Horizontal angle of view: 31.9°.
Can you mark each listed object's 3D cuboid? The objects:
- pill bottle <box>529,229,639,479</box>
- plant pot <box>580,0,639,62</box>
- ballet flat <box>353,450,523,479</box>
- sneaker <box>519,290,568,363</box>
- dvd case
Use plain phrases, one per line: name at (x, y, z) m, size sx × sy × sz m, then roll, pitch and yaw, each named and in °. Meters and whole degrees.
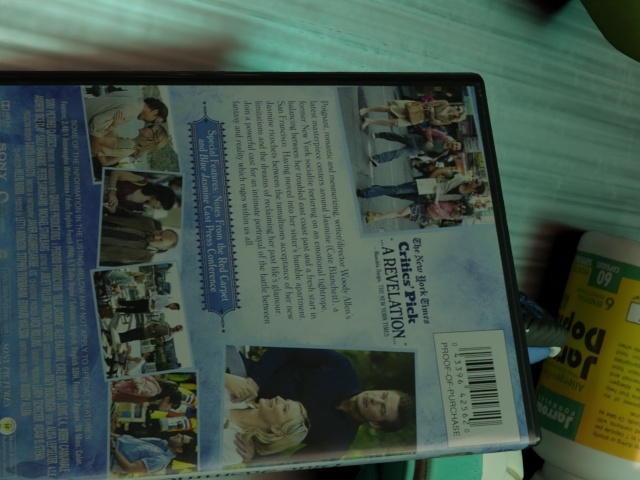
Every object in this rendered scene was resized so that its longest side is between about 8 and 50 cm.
pill bottle at (0.213, 0.106, 0.792) m, size 0.117 × 0.117 × 0.208 m, roll 12°, pitch 95°, yaw -42°
plant pot at (0.209, -0.243, 0.615) m, size 0.275 × 0.274 × 0.293 m, roll -47°, pitch 144°, yaw -20°
ballet flat at (0.065, 0.131, 0.625) m, size 0.087 × 0.083 × 0.247 m, roll -1°, pitch 147°, yaw -8°
sneaker at (0.068, 0.064, 0.693) m, size 0.211 × 0.080 × 0.081 m, roll 3°, pitch 118°, yaw -38°
dvd case at (-0.035, 0.011, 0.490) m, size 0.253 × 0.022 × 0.180 m, roll -2°, pitch 73°, yaw -14°
